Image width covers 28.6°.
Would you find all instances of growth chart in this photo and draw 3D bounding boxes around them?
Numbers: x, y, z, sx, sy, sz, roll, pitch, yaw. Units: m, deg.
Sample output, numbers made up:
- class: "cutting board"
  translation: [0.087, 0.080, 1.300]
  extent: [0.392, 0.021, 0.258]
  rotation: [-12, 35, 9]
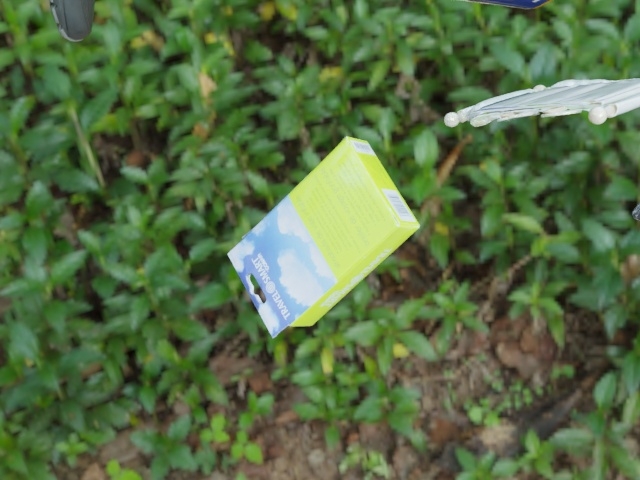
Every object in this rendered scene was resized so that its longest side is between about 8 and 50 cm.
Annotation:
- class: "growth chart"
  translation: [0.229, -0.133, 1.204]
  extent: [0.172, 0.021, 0.237]
  rotation: [-19, 13, -30]

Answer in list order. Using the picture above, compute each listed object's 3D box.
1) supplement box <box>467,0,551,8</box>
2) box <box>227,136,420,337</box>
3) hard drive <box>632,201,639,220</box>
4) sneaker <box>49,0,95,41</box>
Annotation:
- class: "supplement box"
  translation: [0.205, -0.317, 0.805]
  extent: [0.356, 0.194, 0.195]
  rotation: [-26, -11, 37]
- class: "box"
  translation: [0.000, 0.000, 1.193]
  extent: [0.042, 0.178, 0.109]
  rotation: [6, 48, -52]
- class: "hard drive"
  translation: [0.449, 0.027, 1.116]
  extent: [0.339, 0.064, 0.237]
  rotation: [35, 28, 10]
- class: "sneaker"
  translation: [-0.243, -0.341, 1.342]
  extent: [0.106, 0.267, 0.101]
  rotation: [-1, 28, -14]
